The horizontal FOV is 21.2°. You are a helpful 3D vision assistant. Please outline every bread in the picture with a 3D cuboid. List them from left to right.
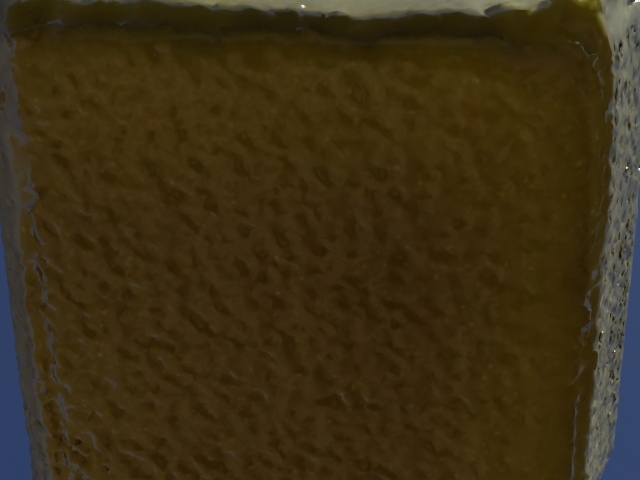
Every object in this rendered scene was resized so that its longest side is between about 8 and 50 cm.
[{"bbox_3d":[0.000,0.000,0.896,0.323,0.143,0.333,6,-61,11],"label":"bread"}]
